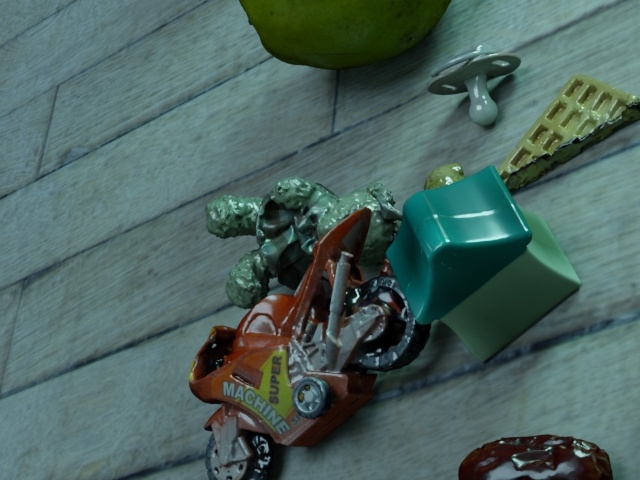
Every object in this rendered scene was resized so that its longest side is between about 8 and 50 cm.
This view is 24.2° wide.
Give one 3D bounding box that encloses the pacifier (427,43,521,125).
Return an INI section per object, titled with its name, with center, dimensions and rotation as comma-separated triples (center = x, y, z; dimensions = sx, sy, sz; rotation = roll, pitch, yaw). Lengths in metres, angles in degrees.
[pacifier]
center = 0.151, -0.150, 1.465
dimensions = 0.099, 0.081, 0.078
rotation = -21, 76, 36

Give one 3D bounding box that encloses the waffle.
[waffle]
center = 0.221, -0.083, 1.369
dimensions = 0.153, 0.023, 0.097
rotation = -51, 36, 2

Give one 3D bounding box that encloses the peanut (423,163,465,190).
[peanut]
center = 0.113, -0.025, 1.419
dimensions = 0.054, 0.054, 0.113
rotation = -9, 53, 43

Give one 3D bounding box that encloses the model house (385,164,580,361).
[model house]
center = 0.128, 0.012, 1.292
dimensions = 0.127, 0.149, 0.100
rotation = -40, 42, 16

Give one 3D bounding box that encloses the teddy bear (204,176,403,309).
[teddy bear]
center = 0.001, -0.003, 1.492
dimensions = 0.213, 0.133, 0.111
rotation = -9, 9, 21

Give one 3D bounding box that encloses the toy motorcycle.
[toy motorcycle]
center = -0.026, 0.114, 1.412
dimensions = 0.298, 0.089, 0.171
rotation = -44, 55, 23

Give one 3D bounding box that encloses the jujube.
[jujube]
center = 0.168, 0.189, 1.173
dimensions = 0.129, 0.077, 0.077
rotation = -17, 50, 32

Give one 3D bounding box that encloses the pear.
[pear]
center = 0.036, -0.288, 1.581
dimensions = 0.269, 0.212, 0.212
rotation = -25, 45, 26
